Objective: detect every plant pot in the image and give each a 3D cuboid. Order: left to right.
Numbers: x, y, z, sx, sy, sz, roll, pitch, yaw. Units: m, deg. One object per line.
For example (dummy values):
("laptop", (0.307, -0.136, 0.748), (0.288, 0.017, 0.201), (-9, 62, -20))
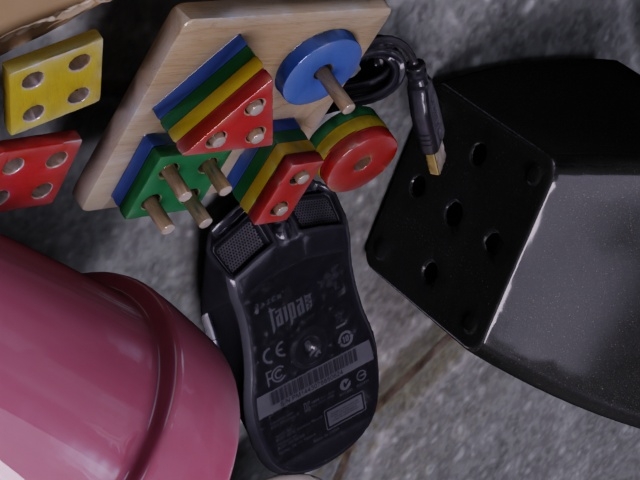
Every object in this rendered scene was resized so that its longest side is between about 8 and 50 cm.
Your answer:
("plant pot", (-0.169, 0.077, 0.900), (0.201, 0.201, 0.180), (-51, 128, -6))
("plant pot", (0.142, -0.008, 1.192), (0.167, 0.188, 0.187), (9, 112, -37))

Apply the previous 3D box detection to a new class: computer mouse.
("computer mouse", (0.000, 0.000, 1.130), (0.184, 0.060, 0.262), (-32, 126, -23))

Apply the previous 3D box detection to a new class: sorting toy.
("sorting toy", (-0.042, -0.056, 0.942), (0.275, 0.046, 0.132), (-9, 145, -42))

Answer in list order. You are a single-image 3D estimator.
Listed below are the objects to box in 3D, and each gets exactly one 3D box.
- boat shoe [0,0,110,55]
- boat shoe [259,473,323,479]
("boat shoe", (-0.078, -0.176, 0.856), (0.341, 0.110, 0.121), (-43, 142, -17))
("boat shoe", (-0.090, 0.280, 1.215), (0.335, 0.112, 0.095), (-53, 162, 5))
